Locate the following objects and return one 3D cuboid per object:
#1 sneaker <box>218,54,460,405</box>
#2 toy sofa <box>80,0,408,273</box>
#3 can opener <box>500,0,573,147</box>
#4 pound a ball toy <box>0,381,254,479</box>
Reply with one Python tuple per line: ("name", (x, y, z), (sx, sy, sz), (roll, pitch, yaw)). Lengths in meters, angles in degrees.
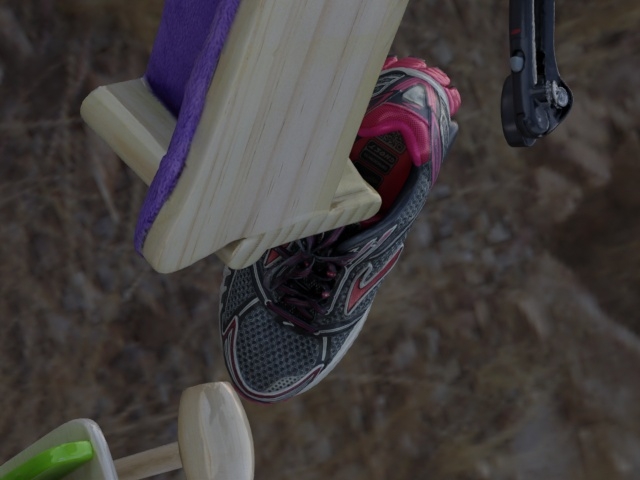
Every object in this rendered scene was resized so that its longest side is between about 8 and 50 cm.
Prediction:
("sneaker", (0.000, 0.000, 1.304), (0.121, 0.299, 0.112), (25, 24, -1))
("toy sofa", (-0.024, -0.166, 0.883), (0.177, 0.362, 0.150), (-18, 51, -41))
("can opener", (0.185, -0.177, 1.536), (0.059, 0.073, 0.186), (8, 80, -53))
("pound a ball toy", (-0.201, 0.210, 1.080), (0.208, 0.319, 0.135), (3, 62, -47))
